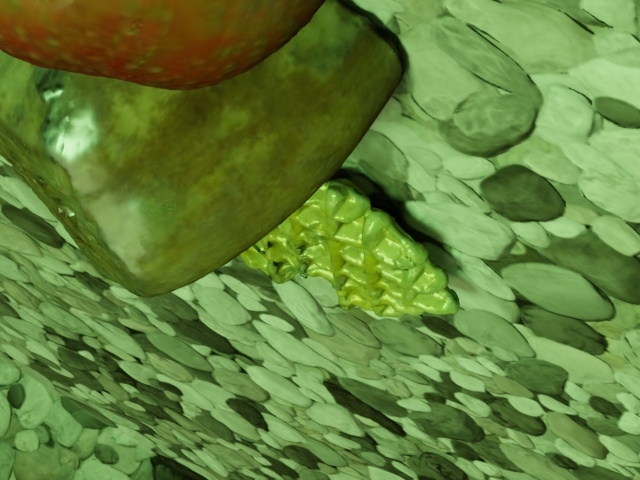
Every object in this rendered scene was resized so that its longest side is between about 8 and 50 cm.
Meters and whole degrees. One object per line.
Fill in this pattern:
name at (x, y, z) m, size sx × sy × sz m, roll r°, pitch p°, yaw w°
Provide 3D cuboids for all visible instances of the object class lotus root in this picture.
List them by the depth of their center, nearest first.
lotus root at (-0.143, -0.112, 1.094) m, size 0.316 × 0.250 × 0.316 m, roll 34°, pitch 163°, yaw 12°

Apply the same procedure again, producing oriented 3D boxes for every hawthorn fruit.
hawthorn fruit at (-0.085, -0.234, 0.739) m, size 0.277 × 0.277 × 0.298 m, roll 29°, pitch 138°, yaw -2°

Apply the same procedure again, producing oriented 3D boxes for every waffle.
waffle at (0.001, -0.002, 1.343) m, size 0.261 × 0.056 × 0.250 m, roll 43°, pitch 153°, yaw -29°

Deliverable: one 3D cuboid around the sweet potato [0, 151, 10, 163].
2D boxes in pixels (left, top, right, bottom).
sweet potato at (-0.318, -0.213, 1.171) m, size 0.354 × 0.106 × 0.095 m, roll 51°, pitch -165°, yaw -13°
